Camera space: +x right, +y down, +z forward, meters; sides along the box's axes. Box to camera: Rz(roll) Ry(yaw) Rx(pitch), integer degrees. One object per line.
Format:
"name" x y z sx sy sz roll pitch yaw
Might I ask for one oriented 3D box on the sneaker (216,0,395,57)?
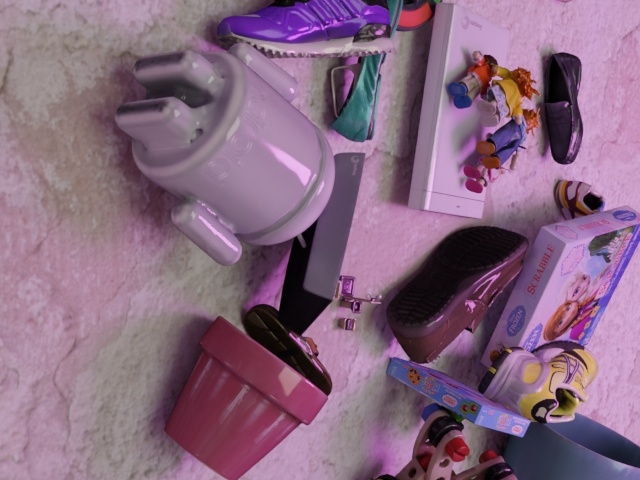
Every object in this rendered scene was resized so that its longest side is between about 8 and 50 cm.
"sneaker" -0.023 -0.343 1.675 0.293 0.102 0.146 -6 98 -33

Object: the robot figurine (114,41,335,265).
"robot figurine" -0.116 -0.120 1.558 0.353 0.200 0.299 36 66 -44

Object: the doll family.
"doll family" 0.324 -0.209 1.982 0.163 0.118 0.262 -44 132 -42

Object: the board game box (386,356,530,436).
"board game box" 0.241 0.273 1.994 0.160 0.211 0.039 23 93 -46

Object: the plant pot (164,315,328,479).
"plant pot" -0.120 0.237 1.634 0.180 0.201 0.201 -53 132 -8

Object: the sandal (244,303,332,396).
"sandal" -0.045 0.171 1.784 0.219 0.090 0.060 55 36 -28

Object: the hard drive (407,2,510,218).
"hard drive" 0.249 -0.221 2.018 0.233 0.047 0.352 6 93 -57

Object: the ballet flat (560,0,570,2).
"ballet flat" 0.458 -0.583 2.161 0.107 0.106 0.316 -48 128 -20

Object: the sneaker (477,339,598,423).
"sneaker" 0.446 0.289 2.185 0.385 0.147 0.145 -2 126 -53

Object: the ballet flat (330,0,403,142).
"ballet flat" 0.065 -0.282 1.808 0.087 0.083 0.247 12 92 -8

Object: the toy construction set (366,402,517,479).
"toy construction set" 0.223 0.460 1.966 0.237 0.309 0.257 -44 154 4

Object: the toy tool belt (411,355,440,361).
"toy tool belt" 0.200 0.192 2.066 0.083 0.052 0.051 -21 148 -40

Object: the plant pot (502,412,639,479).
"plant pot" 0.485 0.484 2.251 0.293 0.293 0.235 13 102 -47

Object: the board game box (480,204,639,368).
"board game box" 0.484 0.098 2.241 0.318 0.066 0.318 -13 131 -45

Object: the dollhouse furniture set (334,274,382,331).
"dollhouse furniture set" 0.041 0.105 1.849 0.114 0.081 0.091 8 90 -47

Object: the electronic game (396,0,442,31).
"electronic game" 0.140 -0.463 1.886 0.229 0.048 0.229 -10 103 -46

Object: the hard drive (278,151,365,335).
"hard drive" 0.000 0.000 1.712 0.054 0.172 0.254 19 61 -11

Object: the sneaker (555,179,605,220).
"sneaker" 0.561 -0.057 2.374 0.185 0.084 0.069 44 65 -41

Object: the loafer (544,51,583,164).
"loafer" 0.476 -0.262 2.262 0.078 0.076 0.223 -1 93 -42

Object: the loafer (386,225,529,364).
"loafer" 0.245 0.094 2.050 0.366 0.134 0.130 -35 133 -35
